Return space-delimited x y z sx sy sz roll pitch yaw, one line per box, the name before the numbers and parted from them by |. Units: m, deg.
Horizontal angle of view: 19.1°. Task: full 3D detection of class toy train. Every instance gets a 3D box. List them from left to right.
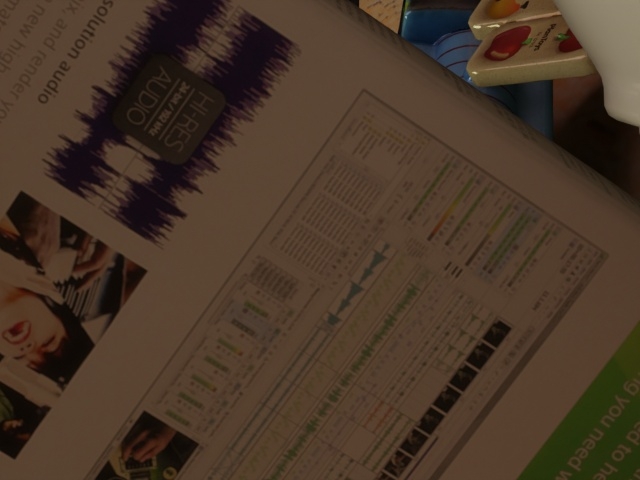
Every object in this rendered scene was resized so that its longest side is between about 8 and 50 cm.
toy train | 0.056 -0.036 0.747 0.184 0.080 0.105 -80 -4 -52

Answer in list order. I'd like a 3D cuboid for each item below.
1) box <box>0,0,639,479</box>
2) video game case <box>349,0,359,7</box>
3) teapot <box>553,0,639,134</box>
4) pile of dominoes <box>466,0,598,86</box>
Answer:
box | -0.043 0.040 0.523 0.232 0.322 0.058 -53 13 12
video game case | 0.000 0.000 0.809 0.274 0.026 0.196 -89 1 -59
teapot | 0.144 -0.066 0.403 0.252 0.256 0.187 19 104 55
pile of dominoes | 0.137 -0.156 0.712 0.196 0.040 0.251 -21 31 21
